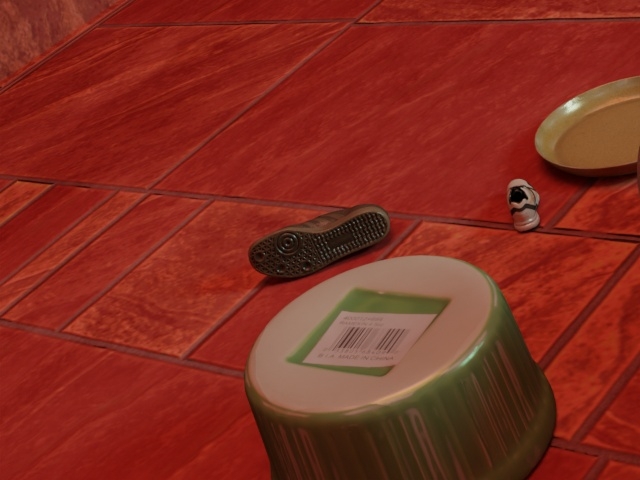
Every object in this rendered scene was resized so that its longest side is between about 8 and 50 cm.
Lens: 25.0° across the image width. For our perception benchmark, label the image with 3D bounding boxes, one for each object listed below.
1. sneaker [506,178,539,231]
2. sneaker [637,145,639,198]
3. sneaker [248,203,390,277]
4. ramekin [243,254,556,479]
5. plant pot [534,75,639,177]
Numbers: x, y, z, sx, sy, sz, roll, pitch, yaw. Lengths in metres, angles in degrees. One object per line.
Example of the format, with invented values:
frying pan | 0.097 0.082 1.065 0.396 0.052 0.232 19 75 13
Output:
sneaker | 0.250 -0.054 1.792 0.040 0.044 0.109 -19 26 9
sneaker | 0.448 -0.047 1.596 0.152 0.114 0.305 -10 31 -6
sneaker | 0.000 0.000 1.872 0.188 0.066 0.071 -14 11 4
ramekin | 0.071 0.146 1.448 0.303 0.148 0.303 -17 28 9
plant pot | 0.394 -0.144 1.859 0.236 0.032 0.236 -17 29 9
